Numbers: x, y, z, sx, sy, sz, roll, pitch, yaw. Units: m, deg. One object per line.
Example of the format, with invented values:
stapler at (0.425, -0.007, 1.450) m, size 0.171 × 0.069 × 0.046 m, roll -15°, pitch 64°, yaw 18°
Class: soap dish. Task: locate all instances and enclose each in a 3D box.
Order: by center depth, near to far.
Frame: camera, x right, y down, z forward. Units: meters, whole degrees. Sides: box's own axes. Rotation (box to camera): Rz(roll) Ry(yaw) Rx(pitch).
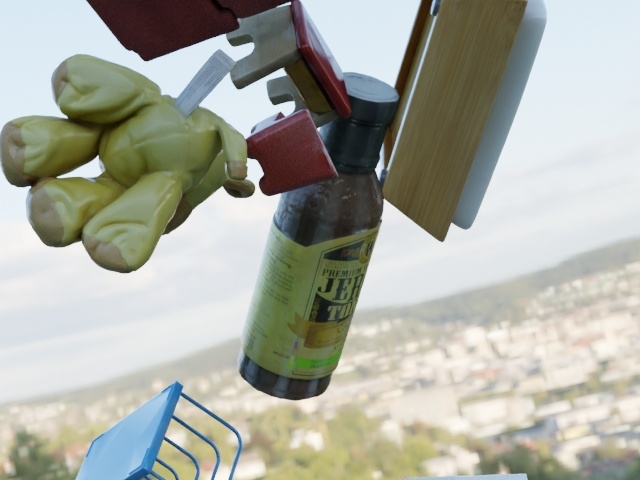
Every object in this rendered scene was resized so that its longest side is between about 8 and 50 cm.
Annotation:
soap dish at (0.149, -0.178, 1.405) m, size 0.118 × 0.291 × 0.229 m, roll 13°, pitch 29°, yaw -5°

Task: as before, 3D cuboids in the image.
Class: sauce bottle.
sauce bottle at (0.000, 0.000, 1.268) m, size 0.111 × 0.344 × 0.111 m, roll 12°, pitch 28°, yaw -6°

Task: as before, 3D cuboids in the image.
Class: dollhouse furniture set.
dollhouse furniture set at (-0.038, -0.182, 0.949) m, size 0.152 × 0.201 × 0.374 m, roll -20°, pitch -38°, yaw 15°

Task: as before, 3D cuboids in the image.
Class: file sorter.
file sorter at (-0.181, 0.256, 1.344) m, size 0.170 × 0.104 × 0.118 m, roll -36°, pitch 24°, yaw 37°

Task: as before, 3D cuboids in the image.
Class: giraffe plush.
giraffe plush at (-0.145, -0.067, 1.071) m, size 0.210 × 0.181 × 0.170 m, roll -32°, pitch -10°, yaw 0°

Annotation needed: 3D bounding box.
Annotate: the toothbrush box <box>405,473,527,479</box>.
toothbrush box at (0.142, 0.399, 1.172) m, size 0.126 × 0.295 × 0.216 m, roll 0°, pitch -40°, yaw -8°
